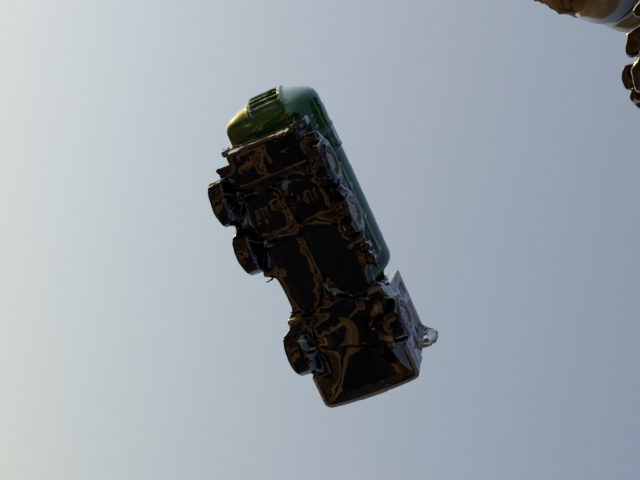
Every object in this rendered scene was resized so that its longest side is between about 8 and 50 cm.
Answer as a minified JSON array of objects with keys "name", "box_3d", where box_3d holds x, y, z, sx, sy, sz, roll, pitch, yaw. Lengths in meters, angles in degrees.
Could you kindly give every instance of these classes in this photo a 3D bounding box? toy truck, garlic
[{"name":"toy truck","box_3d":[0.000,0.000,1.185,0.125,0.101,0.242,-62,129,-70]},{"name":"garlic","box_3d":[0.290,-0.276,1.375,0.127,0.131,0.194,46,-60,31]}]

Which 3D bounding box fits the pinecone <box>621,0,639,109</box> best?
[{"name":"pinecone","box_3d":[0.262,-0.103,0.930,0.173,0.173,0.174,171,-90,-68]}]
